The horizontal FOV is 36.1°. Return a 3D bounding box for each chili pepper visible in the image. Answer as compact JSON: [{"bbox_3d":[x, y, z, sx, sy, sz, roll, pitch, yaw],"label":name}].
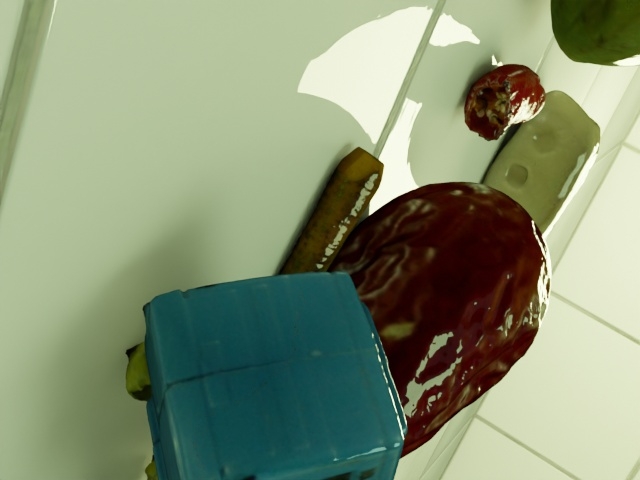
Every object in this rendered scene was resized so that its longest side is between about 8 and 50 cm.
[{"bbox_3d":[0.205,-0.157,1.093,0.070,0.073,0.123,-19,-175,35],"label":"chili pepper"}]

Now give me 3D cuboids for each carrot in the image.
[{"bbox_3d":[0.000,0.000,0.838,0.171,0.042,0.042,-59,163,11],"label":"carrot"}]

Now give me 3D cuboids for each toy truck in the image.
[{"bbox_3d":[-0.047,0.182,0.711,0.162,0.161,0.385,-9,146,-12],"label":"toy truck"}]

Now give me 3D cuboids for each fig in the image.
[{"bbox_3d":[0.351,-0.283,1.062,0.230,0.207,0.207,-61,163,20],"label":"fig"}]

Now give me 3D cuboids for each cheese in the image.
[{"bbox_3d":[0.323,-0.104,1.421,0.218,0.117,0.235,-42,159,-47],"label":"cheese"}]

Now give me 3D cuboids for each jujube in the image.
[{"bbox_3d":[0.088,0.078,0.939,0.318,0.223,0.223,-41,155,-37],"label":"jujube"}]
